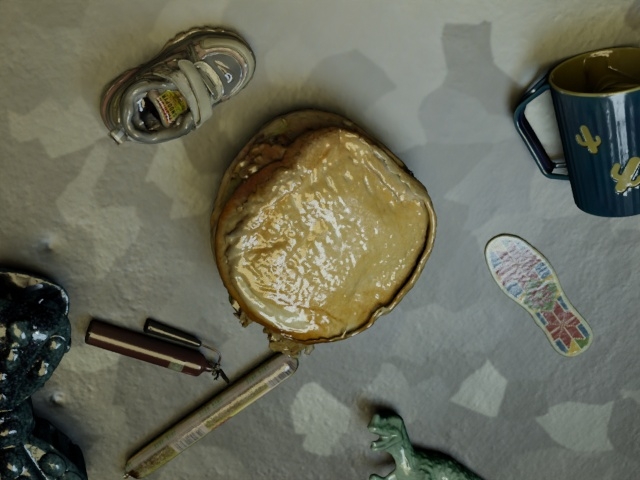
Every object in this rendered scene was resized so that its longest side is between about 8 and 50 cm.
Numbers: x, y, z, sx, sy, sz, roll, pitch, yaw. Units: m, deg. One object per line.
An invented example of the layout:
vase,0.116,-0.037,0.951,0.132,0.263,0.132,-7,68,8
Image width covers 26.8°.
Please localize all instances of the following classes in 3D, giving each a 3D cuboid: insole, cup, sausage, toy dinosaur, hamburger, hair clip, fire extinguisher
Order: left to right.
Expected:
hair clip,-0.368,0.194,1.490,0.206,0.194,0.310,-7,111,-10
fire extinguisher,-0.185,0.123,1.562,0.173,0.035,0.049,19,70,-13
sausage,-0.130,0.209,1.597,0.269,0.033,0.033,-36,110,8
hamburger,0.000,0.000,1.474,0.243,0.146,0.286,-5,105,-11
toy dinosaur,0.173,0.352,1.659,0.383,0.076,0.129,40,78,-25
insole,0.261,0.066,1.598,0.065,0.006,0.193,-36,110,8
cup,0.305,-0.116,1.480,0.176,0.131,0.155,0,118,26

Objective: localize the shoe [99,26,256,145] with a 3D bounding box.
shoe,-0.153,-0.159,1.420,0.180,0.092,0.089,-27,111,4
